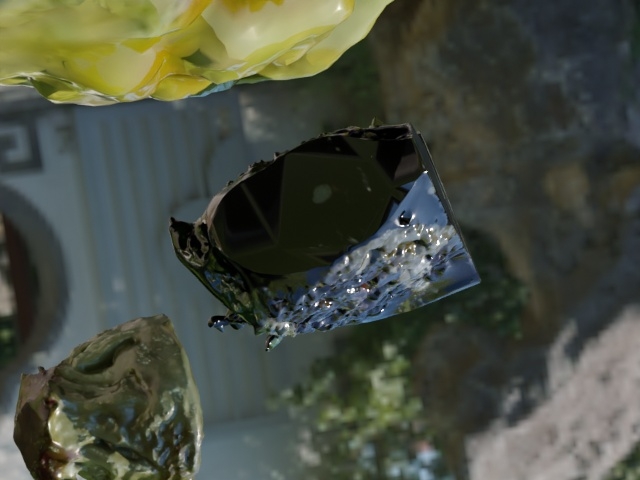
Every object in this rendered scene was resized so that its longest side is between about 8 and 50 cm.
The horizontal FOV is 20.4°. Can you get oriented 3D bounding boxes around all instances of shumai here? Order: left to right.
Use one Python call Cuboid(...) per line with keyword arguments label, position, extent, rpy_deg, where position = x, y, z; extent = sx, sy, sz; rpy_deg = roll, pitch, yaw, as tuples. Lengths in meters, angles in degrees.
Cuboid(label="shumai", position=(-0.120, 0.093, 0.942), extent=(0.087, 0.098, 0.124), rpy_deg=(-7, 177, -24))

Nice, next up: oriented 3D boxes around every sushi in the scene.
Cuboid(label="sushi", position=(0.000, 0.000, 0.565), extent=(0.085, 0.056, 0.083), rpy_deg=(-23, 171, 5))

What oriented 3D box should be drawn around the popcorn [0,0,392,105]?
Cuboid(label="popcorn", position=(-0.069, -0.177, 0.505), extent=(0.247, 0.282, 0.282), rpy_deg=(28, -165, 20))
